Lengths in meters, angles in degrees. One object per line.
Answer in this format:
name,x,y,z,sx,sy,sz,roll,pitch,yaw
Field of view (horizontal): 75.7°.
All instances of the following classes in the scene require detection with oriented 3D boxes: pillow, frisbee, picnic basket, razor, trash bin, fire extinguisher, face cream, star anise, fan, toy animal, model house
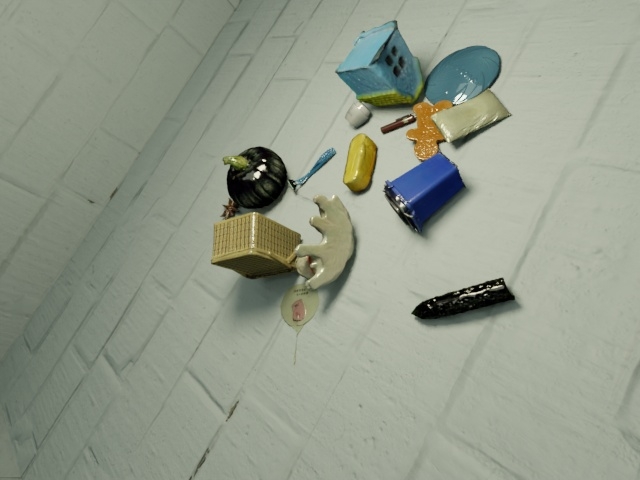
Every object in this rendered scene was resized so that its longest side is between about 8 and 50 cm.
pillow,0.522,-0.439,1.448,0.230,0.050,0.148,-25,62,12
frisbee,0.531,-0.638,1.573,0.290,0.049,0.289,-18,55,28
picnic basket,-0.234,0.039,1.586,0.228,0.313,0.175,-13,68,30
razor,-0.034,-0.318,1.817,0.253,0.042,0.082,-41,48,7
trash bin,0.350,-0.163,1.371,0.235,0.162,0.184,-37,49,7
fire extinguisher,0.324,-0.477,1.652,0.173,0.035,0.049,-15,19,30
face cream,0.159,-0.541,1.769,0.095,0.091,0.091,-45,47,19
star anise,-0.437,-0.161,2.027,0.141,0.042,0.140,-18,58,31
fan,-0.085,0.300,1.524,0.182,0.010,0.309,-15,57,29
toy animal,0.000,0.000,1.516,0.267,0.188,0.307,-23,87,-14
model house,0.252,-0.654,1.632,0.237,0.303,0.215,16,68,52

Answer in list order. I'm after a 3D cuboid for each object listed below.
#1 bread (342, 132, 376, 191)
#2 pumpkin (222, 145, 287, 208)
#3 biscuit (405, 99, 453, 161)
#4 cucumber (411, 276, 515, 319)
bread,0.155,-0.307,1.639,0.102,0.094,0.245,-11,58,43
pumpkin,-0.304,-0.303,1.854,0.296,0.296,0.295,-18,56,28
biscuit,0.404,-0.404,1.533,0.166,0.036,0.249,3,74,23
cucumber,0.399,0.180,1.193,0.301,0.072,0.071,-23,54,26
